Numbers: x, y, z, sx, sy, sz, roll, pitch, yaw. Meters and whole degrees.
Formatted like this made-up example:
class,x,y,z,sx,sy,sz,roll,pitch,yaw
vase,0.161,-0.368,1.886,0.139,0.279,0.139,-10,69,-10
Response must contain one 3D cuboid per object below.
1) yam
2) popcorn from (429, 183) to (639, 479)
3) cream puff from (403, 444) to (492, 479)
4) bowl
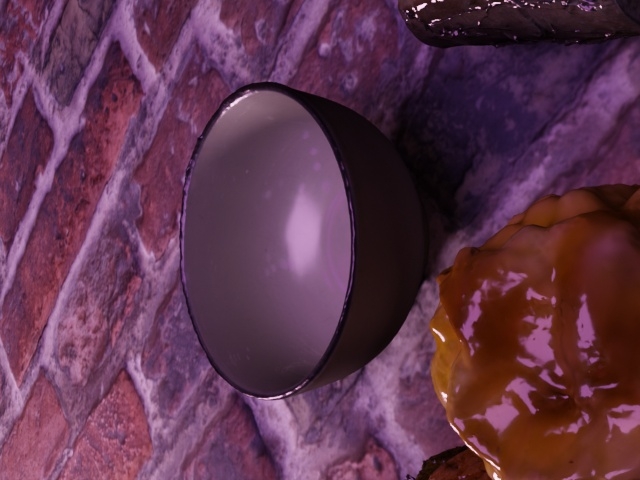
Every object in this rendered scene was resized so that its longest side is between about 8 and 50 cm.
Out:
class,x,y,z,sx,sy,sz,roll,pitch,yaw
yam,0.195,-0.266,1.015,0.271,0.201,0.202,7,67,46
popcorn,0.267,0.092,0.873,0.381,0.349,0.349,-43,54,14
cream puff,0.149,0.271,1.112,0.169,0.183,0.183,-144,60,-64
bowl,0.000,0.000,1.283,0.354,0.185,0.354,1,91,53
